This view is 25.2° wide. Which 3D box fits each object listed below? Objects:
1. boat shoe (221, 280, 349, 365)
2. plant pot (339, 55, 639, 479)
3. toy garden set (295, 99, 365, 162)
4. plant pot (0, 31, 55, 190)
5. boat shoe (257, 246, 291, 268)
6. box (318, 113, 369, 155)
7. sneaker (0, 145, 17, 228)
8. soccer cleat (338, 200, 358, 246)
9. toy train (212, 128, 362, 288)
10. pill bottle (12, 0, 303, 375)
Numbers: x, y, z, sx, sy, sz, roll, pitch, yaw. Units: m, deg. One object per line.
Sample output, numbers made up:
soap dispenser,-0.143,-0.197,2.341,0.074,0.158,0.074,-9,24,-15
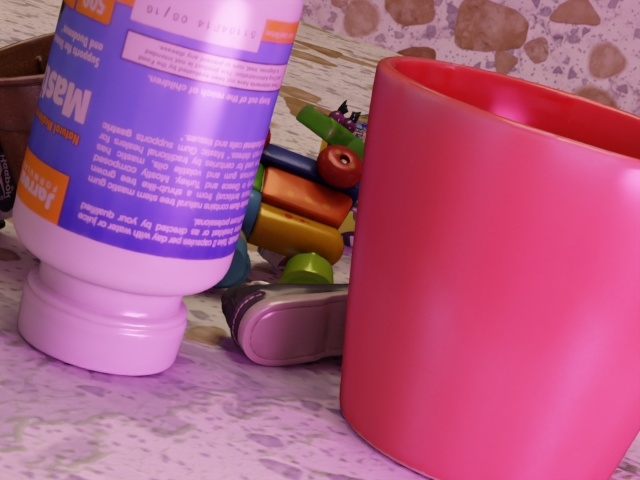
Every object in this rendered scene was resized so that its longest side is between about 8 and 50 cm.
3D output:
boat shoe,0.019,0.055,1.092,0.206,0.075,0.065,1,23,-33
plant pot,0.138,0.029,0.973,0.275,0.243,0.275,16,13,-4
toy garden set,0.117,-0.046,1.381,0.244,0.049,0.204,37,3,31
plant pot,-0.171,-0.070,1.099,0.167,0.165,0.167,-9,21,3
boat shoe,-0.012,0.013,1.306,0.100,0.035,0.035,2,40,-49
box,0.051,-0.125,1.844,0.054,0.059,0.169,18,14,16
sneaker,-0.284,-0.047,1.097,0.153,0.094,0.235,-1,10,-26
soccer cleat,0.025,-0.021,1.431,0.179,0.060,0.072,6,5,-36
toy train,0.000,0.000,1.219,0.248,0.105,0.143,20,44,-14
pill bottle,-0.118,-0.055,0.950,0.152,0.272,0.152,16,14,-4
